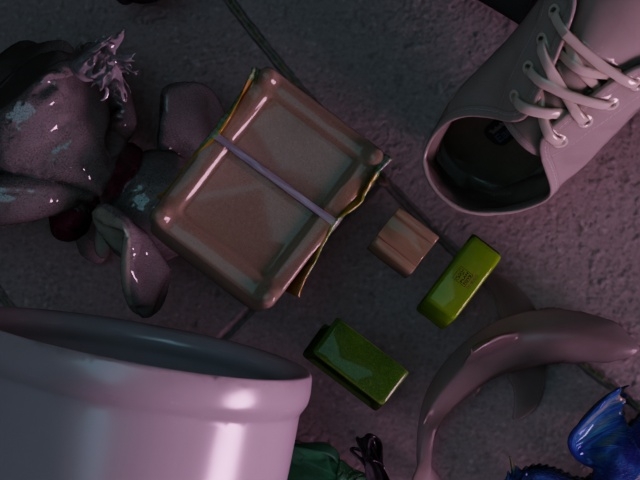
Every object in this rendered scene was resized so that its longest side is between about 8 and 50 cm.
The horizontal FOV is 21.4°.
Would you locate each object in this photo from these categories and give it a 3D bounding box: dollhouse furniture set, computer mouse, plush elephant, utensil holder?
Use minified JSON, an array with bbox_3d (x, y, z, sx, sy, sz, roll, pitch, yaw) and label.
[{"bbox_3d":[0.000,0.000,1.671,0.301,0.151,0.197,38,85,2],"label":"dollhouse furniture set"},{"bbox_3d":[0.070,0.292,1.665,0.042,0.106,0.193,-14,120,-11],"label":"computer mouse"},{"bbox_3d":[-0.232,-0.066,1.728,0.330,0.272,0.255,-15,122,44],"label":"plush elephant"},{"bbox_3d":[-0.198,0.281,1.576,0.327,0.327,0.385,11,93,15],"label":"utensil holder"}]

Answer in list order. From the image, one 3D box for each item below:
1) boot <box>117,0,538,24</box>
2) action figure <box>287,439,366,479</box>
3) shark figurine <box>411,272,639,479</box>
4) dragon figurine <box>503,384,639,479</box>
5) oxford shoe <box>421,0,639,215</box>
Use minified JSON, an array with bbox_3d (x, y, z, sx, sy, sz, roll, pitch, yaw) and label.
[{"bbox_3d":[0.035,-0.327,1.724,0.445,0.146,0.367,27,94,11],"label":"boot"},{"bbox_3d":[-0.059,0.240,1.732,0.232,0.063,0.137,4,85,19],"label":"action figure"},{"bbox_3d":[0.154,0.138,1.661,0.278,0.116,0.166,-44,75,6],"label":"shark figurine"},{"bbox_3d":[0.290,0.191,1.632,0.144,0.085,0.289,39,97,14],"label":"dragon figurine"},{"bbox_3d":[0.237,-0.158,1.533,0.169,0.130,0.449,40,136,-4],"label":"oxford shoe"}]
